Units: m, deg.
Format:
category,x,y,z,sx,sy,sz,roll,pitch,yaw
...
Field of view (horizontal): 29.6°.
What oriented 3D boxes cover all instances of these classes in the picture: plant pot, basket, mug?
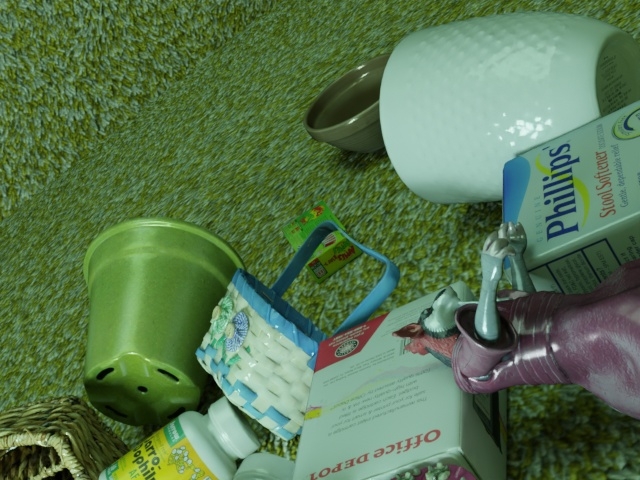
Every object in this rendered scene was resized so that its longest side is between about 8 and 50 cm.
category,x,y,z,sx,sy,sz,roll,pitch,yaw
plant pot,-0.266,0.146,1.931,0.276,0.276,0.253,-23,39,26
basket,-0.440,0.385,1.748,0.299,0.213,0.223,-28,25,16
basket,-0.027,0.115,1.710,0.289,0.201,0.255,-49,25,-4
mug,0.330,-0.207,1.795,0.328,0.276,0.374,-3,9,44
plant pot,0.094,-0.243,2.296,0.237,0.109,0.237,-30,26,16

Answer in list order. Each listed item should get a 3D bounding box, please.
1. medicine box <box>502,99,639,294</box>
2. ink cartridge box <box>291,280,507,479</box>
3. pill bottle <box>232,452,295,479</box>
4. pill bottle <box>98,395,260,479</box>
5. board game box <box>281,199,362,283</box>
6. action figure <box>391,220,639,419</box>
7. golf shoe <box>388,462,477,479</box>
category,x,y,z,sx,sy,sz,roll,pitch,yaw
medicine box,0.387,-0.036,1.513,0.289,0.149,0.263,-25,27,22
ink cartridge box,0.101,0.217,1.453,0.226,0.131,0.306,-24,29,23
pill bottle,-0.096,0.374,1.420,0.136,0.136,0.245,-15,32,38
pill bottle,-0.191,0.310,1.676,0.208,0.117,0.117,-35,25,0
board game box,0.000,0.000,2.066,0.092,0.043,0.181,-36,25,0
action figure,0.257,0.109,1.298,0.370,0.275,0.248,-11,3,30
golf shoe,0.038,0.337,1.285,0.306,0.140,0.115,-16,29,19
